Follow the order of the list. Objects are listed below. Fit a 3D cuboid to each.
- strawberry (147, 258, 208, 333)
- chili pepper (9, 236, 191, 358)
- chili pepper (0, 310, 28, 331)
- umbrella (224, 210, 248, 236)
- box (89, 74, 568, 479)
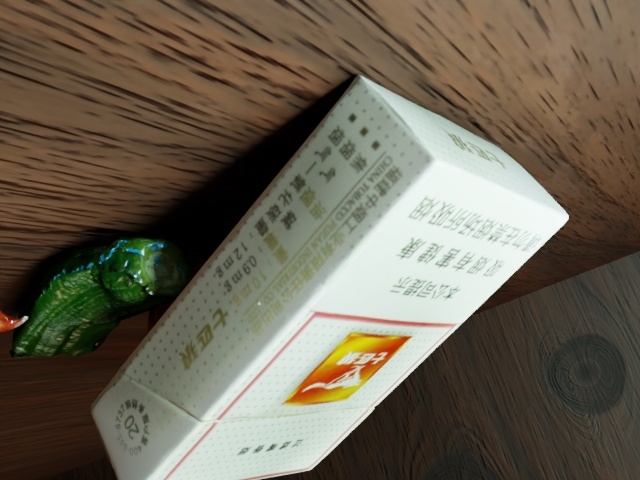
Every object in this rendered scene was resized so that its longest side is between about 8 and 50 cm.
[{"bbox_3d":[-0.091,0.096,0.771,0.280,0.150,0.253,8,132,-48],"label":"strawberry"},{"bbox_3d":[-0.193,0.052,0.631,0.098,0.060,0.224,9,154,-39],"label":"chili pepper"},{"bbox_3d":[-0.246,0.035,0.330,0.092,0.137,0.368,-41,-173,11],"label":"chili pepper"},{"bbox_3d":[0.002,0.000,0.694,0.053,0.052,0.250,-25,165,24],"label":"umbrella"},{"bbox_3d":[0.006,0.055,0.574,0.330,0.095,0.210,-48,147,22],"label":"box"}]
